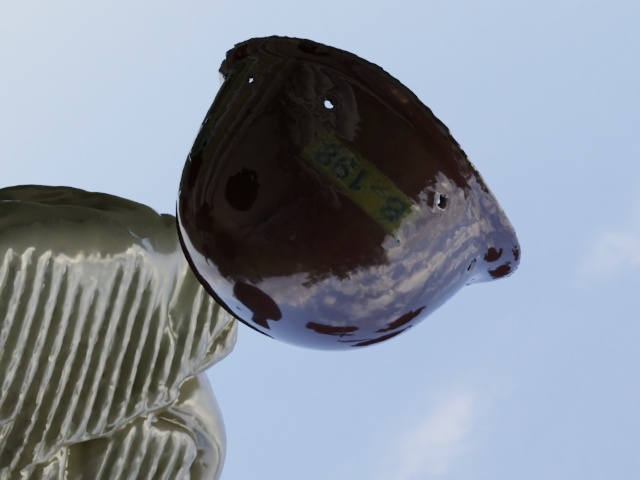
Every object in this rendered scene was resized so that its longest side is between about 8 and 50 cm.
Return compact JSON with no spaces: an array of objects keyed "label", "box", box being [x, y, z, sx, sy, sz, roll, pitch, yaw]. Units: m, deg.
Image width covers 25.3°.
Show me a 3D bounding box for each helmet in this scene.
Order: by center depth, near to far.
[{"label":"helmet","box":[0.000,0.000,0.675,0.106,0.175,0.155,-57,-162,-22]}]

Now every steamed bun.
[{"label":"steamed bun","box":[-0.263,0.112,1.221,0.255,0.367,0.343,17,-91,42]}]
